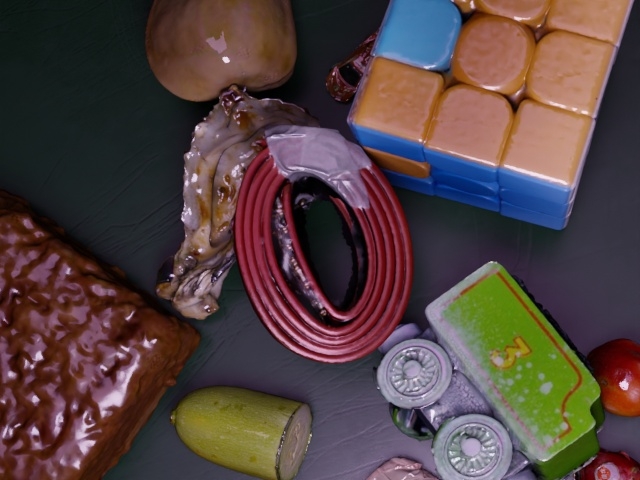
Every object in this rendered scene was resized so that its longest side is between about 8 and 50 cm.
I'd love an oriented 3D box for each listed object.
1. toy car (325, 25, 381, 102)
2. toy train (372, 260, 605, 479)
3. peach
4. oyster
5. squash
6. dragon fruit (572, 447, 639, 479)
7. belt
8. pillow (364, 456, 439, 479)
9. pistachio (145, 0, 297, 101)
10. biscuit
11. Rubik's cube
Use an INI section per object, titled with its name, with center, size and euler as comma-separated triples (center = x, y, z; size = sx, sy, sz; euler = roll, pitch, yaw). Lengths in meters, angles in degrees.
[toy car]
center = 0.060, -0.252, 1.885
size = 0.122, 0.035, 0.059
euler = -40, 81, -3
[toy train]
center = 0.224, 0.202, 1.693
size = 0.249, 0.173, 0.307
euler = -34, 60, -3
[peach]
center = 0.399, 0.182, 1.728
size = 0.101, 0.101, 0.100
euler = -1, 80, 7
[oyster]
center = -0.114, -0.042, 1.821
size = 0.198, 0.133, 0.337
euler = 25, 89, 13
[squash]
center = -0.115, 0.258, 1.777
size = 0.187, 0.123, 0.123
euler = 11, 81, 13
[dragon fruit]
center = 0.364, 0.304, 1.718
size = 0.190, 0.094, 0.094
euler = 41, 87, 17
[belt]
center = 0.000, 0.000, 1.707
size = 0.227, 0.115, 0.323
euler = -13, 88, -7
[pillow]
center = 0.150, 0.414, 1.735
size = 0.270, 0.067, 0.173
euler = 36, 91, 13
[pistachio]
center = -0.146, -0.320, 1.865
size = 0.213, 0.163, 0.260
euler = -3, 68, -9
[biscuit]
center = -0.410, 0.153, 1.808
size = 0.395, 0.166, 0.342
euler = 33, 89, 12
[Rubik's cube]
center = 0.228, -0.206, 1.723
size = 0.292, 0.290, 0.291
euler = 17, 83, 11
